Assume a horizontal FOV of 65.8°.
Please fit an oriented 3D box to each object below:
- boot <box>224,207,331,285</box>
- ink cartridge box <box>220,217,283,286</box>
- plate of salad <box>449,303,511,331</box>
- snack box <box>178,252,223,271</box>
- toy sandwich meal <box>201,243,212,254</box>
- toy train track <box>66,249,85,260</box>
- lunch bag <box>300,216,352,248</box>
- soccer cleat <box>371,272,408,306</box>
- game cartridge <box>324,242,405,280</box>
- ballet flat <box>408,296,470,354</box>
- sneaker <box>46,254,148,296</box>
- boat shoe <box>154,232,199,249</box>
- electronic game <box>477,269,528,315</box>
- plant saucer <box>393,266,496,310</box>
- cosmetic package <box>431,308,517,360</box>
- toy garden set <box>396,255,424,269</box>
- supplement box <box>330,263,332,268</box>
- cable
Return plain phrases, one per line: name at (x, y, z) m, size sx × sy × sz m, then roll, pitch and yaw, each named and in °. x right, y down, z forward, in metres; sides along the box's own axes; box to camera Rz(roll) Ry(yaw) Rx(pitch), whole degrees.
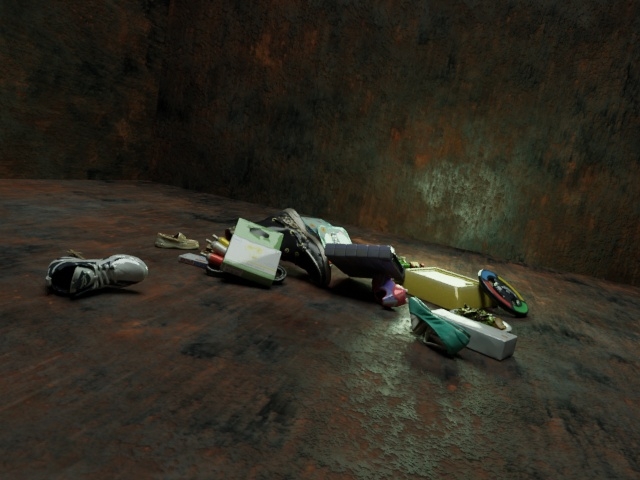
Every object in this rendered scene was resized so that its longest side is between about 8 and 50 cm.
boot at (-0.153, 0.045, 1.766) m, size 0.284 × 0.138 × 0.377 m, roll -15°, pitch 52°, yaw -25°
ink cartridge box at (-0.214, 0.023, 1.628) m, size 0.171 × 0.056 × 0.235 m, roll 21°, pitch 50°, yaw -11°
plate of salad at (0.521, 0.250, 1.612) m, size 0.200 × 0.048 × 0.200 m, roll 10°, pitch 10°, yaw -2°
snack box at (-0.395, 0.077, 1.699) m, size 0.178 × 0.022 × 0.064 m, roll 14°, pitch 11°, yaw 18°
toy sandwich meal at (-0.414, 0.038, 1.890) m, size 0.086 × 0.029 × 0.085 m, roll 10°, pitch 9°, yaw -2°
toy train track at (-0.744, 0.048, 1.512) m, size 0.083 × 0.014 × 0.048 m, roll 24°, pitch 8°, yaw 33°
lunch bag at (0.000, 0.000, 2.212) m, size 0.262 × 0.160 × 0.223 m, roll 32°, pitch 17°, yaw 36°
soccer cleat at (0.212, 0.167, 1.687) m, size 0.095 × 0.083 × 0.248 m, roll -7°, pitch 13°, yaw -15°
game cartridge at (0.163, 0.076, 1.748) m, size 0.230 × 0.068 × 0.355 m, roll 7°, pitch -14°, yaw 19°
ballet flat at (0.295, 0.231, 1.341) m, size 0.083 × 0.087 × 0.247 m, roll 48°, pitch -7°, yaw -30°
sneaker at (-0.555, 0.091, 1.221) m, size 0.235 × 0.094 × 0.153 m, roll 8°, pitch 11°, yaw -15°
boat shoe at (-0.542, -0.001, 1.887) m, size 0.170 × 0.059 × 0.063 m, roll 3°, pitch 12°, yaw -37°
electronic game at (0.690, 0.195, 1.873) m, size 0.229 × 0.048 × 0.229 m, roll 28°, pitch 27°, yaw -16°
plant saucer at (0.477, 0.175, 1.918) m, size 0.333 × 0.080 × 0.333 m, roll 20°, pitch 13°, yaw 41°
cosmetic package at (0.419, 0.260, 1.401) m, size 0.239 × 0.060 × 0.099 m, roll 18°, pitch 13°, yaw 38°
toy garden set at (0.338, 0.105, 2.295) m, size 0.204 × 0.049 × 0.244 m, roll 5°, pitch 10°, yaw -24°
supplement box at (0.006, 0.110, 1.884) m, size 0.055 × 0.043 × 0.083 m, roll 12°, pitch 10°, yaw 17°
cable at (-0.256, 0.081, 1.621) m, size 0.287 × 0.072 × 0.139 m, roll 21°, pitch 46°, yaw 3°
